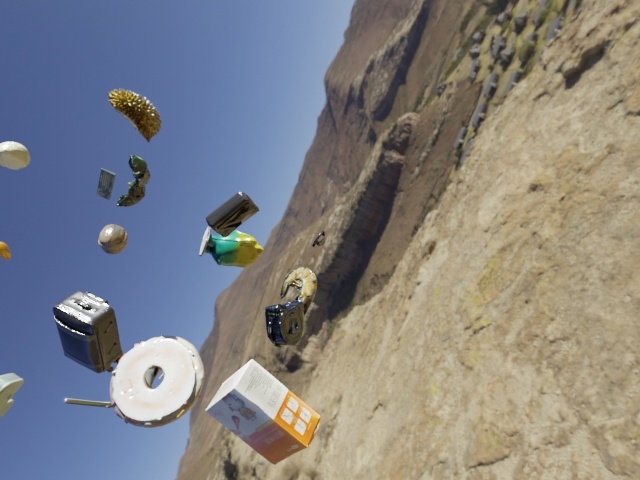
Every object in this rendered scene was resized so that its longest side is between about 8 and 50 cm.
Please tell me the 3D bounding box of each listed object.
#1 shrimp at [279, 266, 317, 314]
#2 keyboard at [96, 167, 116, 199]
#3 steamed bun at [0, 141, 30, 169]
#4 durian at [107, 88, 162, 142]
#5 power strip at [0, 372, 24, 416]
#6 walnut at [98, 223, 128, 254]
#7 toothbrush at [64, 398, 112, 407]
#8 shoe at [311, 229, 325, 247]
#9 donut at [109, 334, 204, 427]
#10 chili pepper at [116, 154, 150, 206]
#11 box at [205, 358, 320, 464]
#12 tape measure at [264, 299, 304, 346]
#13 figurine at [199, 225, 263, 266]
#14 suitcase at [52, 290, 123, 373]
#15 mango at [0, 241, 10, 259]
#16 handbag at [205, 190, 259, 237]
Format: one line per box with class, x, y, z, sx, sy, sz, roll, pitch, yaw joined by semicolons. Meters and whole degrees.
shrimp;-0.147;0.325;2.478;0.071;0.233;0.364;21;-86;-58
keyboard;-0.870;-0.226;1.748;0.176;0.055;0.014;-45;25;46
steamed bun;-1.259;-0.355;1.762;0.130;0.113;0.090;41;-144;-61
durian;-0.793;-0.567;1.868;0.138;0.250;0.183;-27;42;25
power strip;-1.082;0.555;1.403;0.264;0.059;0.193;-54;2;-14
walnut;-1.043;-0.007;2.171;0.162;0.140;0.140;-85;13;-52
toothbrush;-0.934;0.700;1.840;0.028;0.294;0.026;-3;68;54
shoe;0.000;0.000;2.202;0.071;0.049;0.179;-57;-1;-21
donut;-0.664;0.582;1.774;0.142;0.383;0.382;94;-166;-53
chili pepper;-0.873;-0.278;2.058;0.148;0.116;0.264;-45;-22;-63
box;-0.202;0.621;1.546;0.225;0.341;0.143;-44;9;34
tape measure;-0.139;0.350;1.808;0.199;0.112;0.186;-3;-92;-52
figurine;-0.517;0.053;2.523;0.323;0.340;0.231;132;147;-52
suitcase;-1.160;0.465;2.154;0.194;0.283;0.433;-50;-23;-53
mango;-1.387;0.048;1.884;0.060;0.046;0.089;-132;26;-63
handbag;-0.444;-0.133;2.188;0.247;0.080;0.223;-39;-15;-4
